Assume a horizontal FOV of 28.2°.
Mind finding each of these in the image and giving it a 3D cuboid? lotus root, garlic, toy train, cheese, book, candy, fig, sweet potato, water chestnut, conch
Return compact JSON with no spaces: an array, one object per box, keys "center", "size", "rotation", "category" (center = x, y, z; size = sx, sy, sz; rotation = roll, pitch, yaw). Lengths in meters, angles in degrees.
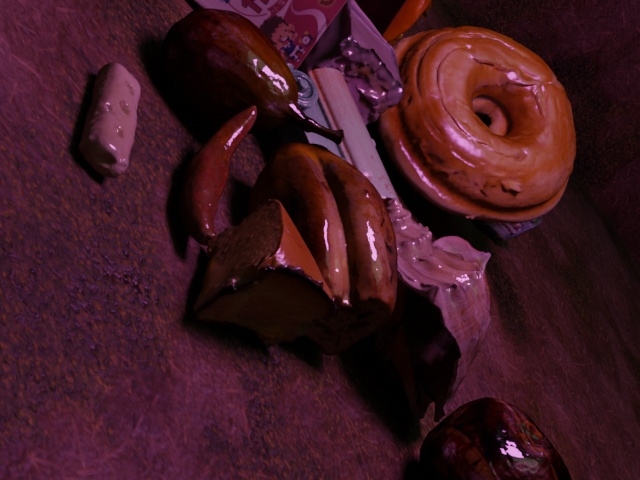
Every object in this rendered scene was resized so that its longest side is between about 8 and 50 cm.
[{"center":[0.006,-0.005,1.705],"size":[0.193,0.193,0.291],"rotation":[32,35,-52],"category":"lotus root"},{"center":[0.254,0.077,2.294],"size":[0.124,0.099,0.174],"rotation":[-11,72,-53],"category":"garlic"},{"center":[0.014,-0.141,1.916],"size":[0.177,0.116,0.285],"rotation":[-5,62,-40],"category":"toy train"},{"center":[-0.245,-0.143,1.498],"size":[0.065,0.043,0.194],"rotation":[53,19,-33],"category":"cheese"},{"center":[-0.087,-0.387,1.977],"size":[0.232,0.162,0.022],"rotation":[37,-3,-22],"category":"book"},{"center":[0.048,-0.323,2.283],"size":[0.185,0.137,0.195],"rotation":[45,24,-36],"category":"candy"},{"center":[-0.088,-0.205,1.741],"size":[0.274,0.145,0.170],"rotation":[34,15,9],"category":"fig"},{"center":[-0.140,-0.082,1.608],"size":[0.058,0.078,0.255],"rotation":[50,35,-27],"category":"sweet potato"},{"center":[0.221,0.333,1.742],"size":[0.223,0.238,0.223],"rotation":[54,-13,18],"category":"water chestnut"},{"center":[0.156,0.096,1.834],"size":[0.324,0.186,0.263],"rotation":[64,-10,-15],"category":"conch"}]

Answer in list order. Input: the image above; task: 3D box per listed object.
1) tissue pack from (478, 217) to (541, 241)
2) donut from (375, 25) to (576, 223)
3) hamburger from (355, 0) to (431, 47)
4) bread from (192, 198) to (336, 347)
[{"center":[0.342,-0.167,2.770],"size":[0.311,0.128,0.228],"rotation":[38,31,-45],"category":"tissue pack"},{"center":[0.305,-0.227,2.484],"size":[0.449,0.198,0.449],"rotation":[12,63,-24],"category":"donut"},{"center":[0.104,-0.528,2.499],"size":[0.291,0.291,0.225],"rotation":[55,19,-12],"category":"hamburger"},{"center":[-0.067,0.063,1.508],"size":[0.169,0.140,0.160],"rotation":[57,15,-9],"category":"bread"}]
